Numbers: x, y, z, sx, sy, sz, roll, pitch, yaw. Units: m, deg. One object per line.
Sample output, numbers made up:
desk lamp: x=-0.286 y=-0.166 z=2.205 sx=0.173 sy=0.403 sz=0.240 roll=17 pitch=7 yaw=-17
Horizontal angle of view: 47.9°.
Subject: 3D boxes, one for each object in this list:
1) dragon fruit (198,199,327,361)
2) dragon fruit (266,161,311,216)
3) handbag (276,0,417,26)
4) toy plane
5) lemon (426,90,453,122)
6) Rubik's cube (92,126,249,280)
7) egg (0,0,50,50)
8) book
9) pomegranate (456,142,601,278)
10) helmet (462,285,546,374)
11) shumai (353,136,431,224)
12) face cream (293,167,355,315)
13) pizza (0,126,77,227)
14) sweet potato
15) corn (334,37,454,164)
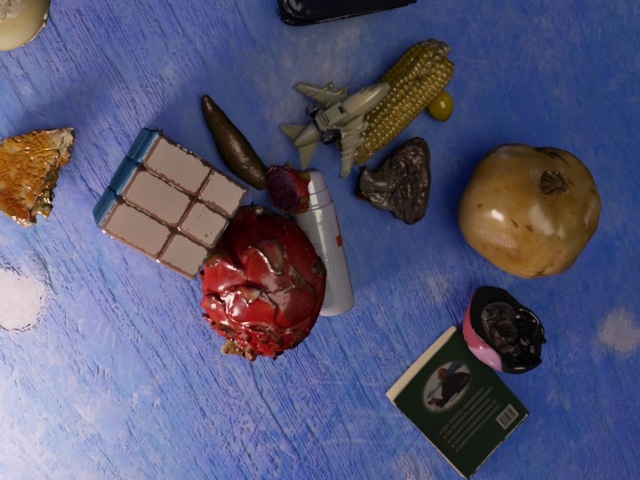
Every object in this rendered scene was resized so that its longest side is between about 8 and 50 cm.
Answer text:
dragon fruit: x=-0.125 y=0.092 z=1.561 sx=0.277 sy=0.277 sz=0.343 roll=14 pitch=88 yaw=-20
dragon fruit: x=-0.064 y=-0.116 z=1.570 sx=0.068 sy=0.112 sz=0.126 roll=-30 pitch=110 yaw=-38
handbag: x=0.043 y=-0.632 z=1.538 sx=0.329 sy=0.122 sz=0.303 roll=-15 pitch=104 yaw=-14
toy plane: x=0.038 y=-0.269 z=1.573 sx=0.256 sy=0.104 sz=0.242 roll=-34 pitch=75 yaw=24
lemon: x=0.282 y=-0.324 z=1.712 sx=0.065 sy=0.065 sz=0.092 roll=-31 pitch=111 yaw=-10
Rubik's cube: x=-0.313 y=-0.082 z=1.480 sx=0.221 sy=0.231 sz=0.225 roll=32 pitch=88 yaw=-22
egg: x=-0.591 y=-0.457 z=1.348 sx=0.164 sy=0.164 sz=0.202 roll=15 pitch=101 yaw=-20
book: x=0.371 y=0.436 z=1.915 sx=0.260 sy=0.043 sz=0.371 roll=-44 pitch=112 yaw=-7
pomegranate: x=0.484 y=-0.069 z=1.704 sx=0.332 sy=0.332 sz=0.333 roll=-4 pitch=102 yaw=-17
helmet: x=0.450 y=0.240 z=1.841 sx=0.253 sy=0.154 sz=0.198 roll=23 pitch=58 yaw=-13
shumai: x=0.169 y=-0.143 z=1.681 sx=0.175 sy=0.166 sz=0.206 roll=6 pitch=99 yaw=3
face cream: x=0.000 y=0.000 z=1.668 sx=0.102 sy=0.102 sz=0.346 roll=-16 pitch=107 yaw=-15
pizza: x=-0.589 y=-0.145 z=1.465 sx=0.147 sy=0.069 sz=0.226 roll=22 pitch=91 yaw=0
sweet potato: x=-0.195 y=-0.205 z=1.576 sx=0.077 sy=0.077 sz=0.244 roll=-41 pitch=109 yaw=-6
corn: x=0.173 y=-0.318 z=1.641 sx=0.130 sy=0.130 sz=0.347 roll=41 pitch=92 yaw=-21
